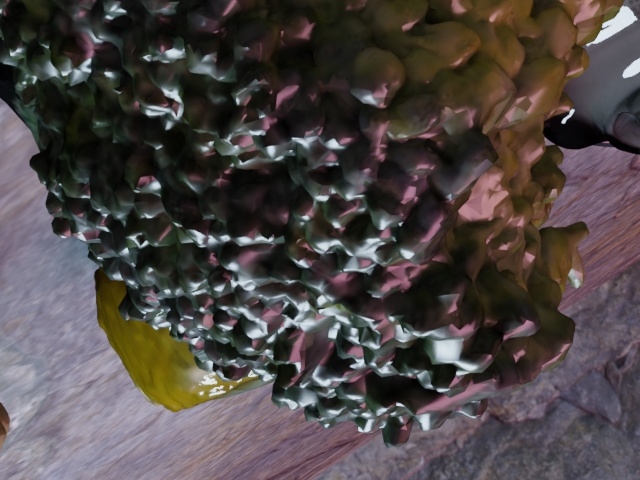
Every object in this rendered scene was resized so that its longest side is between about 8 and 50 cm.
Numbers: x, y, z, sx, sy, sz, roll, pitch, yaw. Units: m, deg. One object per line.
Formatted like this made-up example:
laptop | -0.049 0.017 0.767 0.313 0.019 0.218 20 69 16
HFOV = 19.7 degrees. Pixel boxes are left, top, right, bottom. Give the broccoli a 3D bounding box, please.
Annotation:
broccoli | 0.007 -0.085 0.608 0.243 0.263 0.247 -43 -155 -22

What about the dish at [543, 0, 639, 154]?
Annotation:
dish | 0.220 -0.095 1.015 0.273 0.134 0.273 -9 161 -3

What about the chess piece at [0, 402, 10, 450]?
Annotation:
chess piece | -0.224 0.077 0.759 0.117 0.117 0.397 -36 170 5

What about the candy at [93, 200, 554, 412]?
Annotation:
candy | 0.000 0.000 0.998 0.260 0.118 0.260 -28 178 -1
